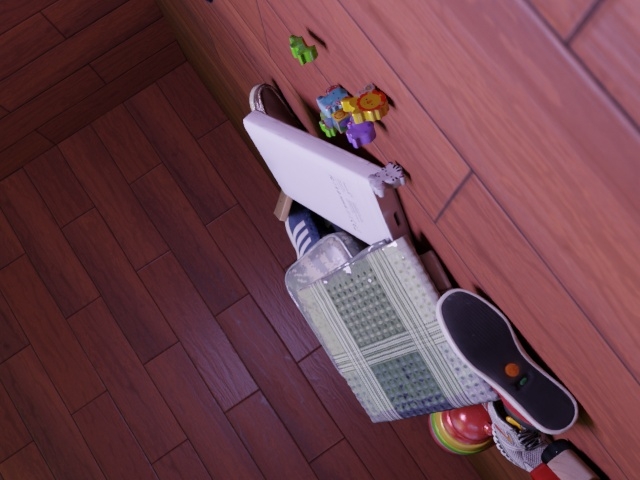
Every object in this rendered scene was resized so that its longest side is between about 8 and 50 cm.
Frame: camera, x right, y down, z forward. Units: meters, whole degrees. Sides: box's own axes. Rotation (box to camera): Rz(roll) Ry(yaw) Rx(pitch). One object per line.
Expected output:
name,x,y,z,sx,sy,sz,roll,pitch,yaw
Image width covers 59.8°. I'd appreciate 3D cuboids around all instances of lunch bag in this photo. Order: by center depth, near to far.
lunch bag,0.112,0.124,1.224,0.256,0.212,0.305,-19,-110,-53

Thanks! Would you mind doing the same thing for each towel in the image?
towel,0.132,0.170,1.019,0.312,0.056,0.324,-31,89,44

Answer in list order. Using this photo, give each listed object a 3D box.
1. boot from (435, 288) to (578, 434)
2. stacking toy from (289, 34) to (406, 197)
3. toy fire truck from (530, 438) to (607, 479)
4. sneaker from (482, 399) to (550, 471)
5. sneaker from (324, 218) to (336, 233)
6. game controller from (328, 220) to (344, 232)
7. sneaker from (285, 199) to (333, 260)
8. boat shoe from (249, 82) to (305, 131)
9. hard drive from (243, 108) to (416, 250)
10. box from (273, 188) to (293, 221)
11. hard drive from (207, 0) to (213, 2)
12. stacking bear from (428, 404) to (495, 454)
boot,0.265,0.188,0.848,0.244,0.088,0.176,50,176,20
stacking toy,0.039,-0.182,0.793,0.221,0.052,0.167,55,174,37
toy fire truck,0.362,0.479,0.876,0.217,0.246,0.158,59,175,-33
sneaker,0.343,0.324,0.979,0.225,0.088,0.093,56,175,-8
sneaker,0.055,-0.002,1.664,0.235,0.094,0.153,56,180,33
game controller,0.053,-0.072,1.497,0.319,0.067,0.166,55,-170,9
sneaker,0.000,0.000,1.489,0.148,0.131,0.350,-35,59,48
boat shoe,-0.072,-0.256,1.316,0.095,0.095,0.257,13,142,48
hard drive,0.015,-0.106,1.059,0.353,0.047,0.233,32,161,39
box,-0.081,-0.157,1.503,0.021,0.201,0.164,16,-174,-12
hard drive,-0.288,-0.575,1.029,0.254,0.054,0.172,57,-163,-1
stacking bear,0.335,0.398,1.257,0.175,0.164,0.289,54,171,22
